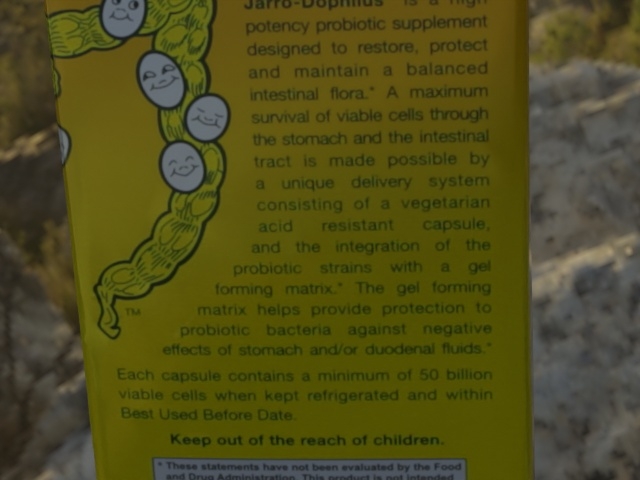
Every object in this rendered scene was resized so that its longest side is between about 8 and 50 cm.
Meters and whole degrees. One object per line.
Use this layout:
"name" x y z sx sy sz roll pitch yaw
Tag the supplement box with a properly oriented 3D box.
"supplement box" 0.000 0.000 0.834 0.195 0.356 0.194 -1 22 6
